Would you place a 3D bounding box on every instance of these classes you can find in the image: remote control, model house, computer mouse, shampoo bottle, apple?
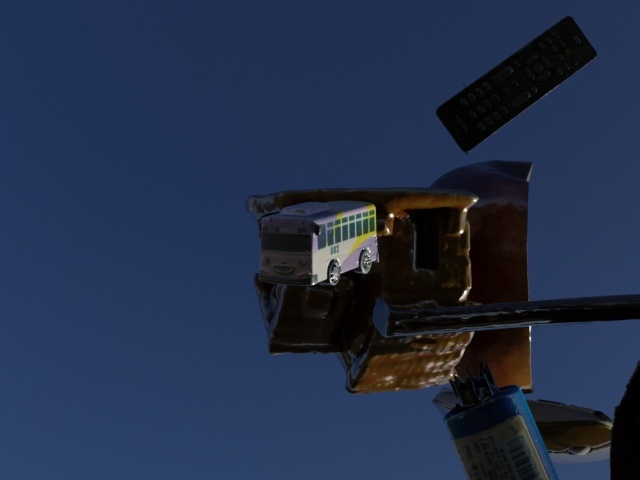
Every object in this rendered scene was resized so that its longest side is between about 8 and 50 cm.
[{"bbox_3d":[0.107,-0.086,0.499,0.091,0.016,0.034,-36,-88,2],"label":"remote control"},{"bbox_3d":[0.044,0.055,0.967,0.200,0.220,0.229,-6,-88,-21],"label":"model house"},{"bbox_3d":[0.331,0.309,1.485,0.311,0.071,0.158,3,-31,34],"label":"computer mouse"},{"bbox_3d":[0.185,0.216,0.919,0.087,0.050,0.182,-23,-91,-5],"label":"shampoo bottle"},{"bbox_3d":[0.272,0.054,1.401,0.295,0.329,0.364,20,-58,48],"label":"apple"}]

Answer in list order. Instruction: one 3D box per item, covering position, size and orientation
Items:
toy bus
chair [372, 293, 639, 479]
[{"bbox_3d":[0.000,0.000,0.666,0.052,0.102,0.058,3,-80,31],"label":"toy bus"},{"bbox_3d":[0.191,0.118,0.369,0.327,0.175,0.183,-9,-49,-17],"label":"chair"}]
